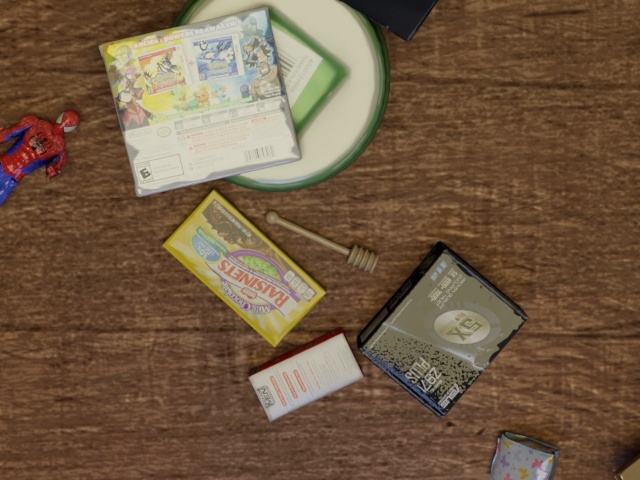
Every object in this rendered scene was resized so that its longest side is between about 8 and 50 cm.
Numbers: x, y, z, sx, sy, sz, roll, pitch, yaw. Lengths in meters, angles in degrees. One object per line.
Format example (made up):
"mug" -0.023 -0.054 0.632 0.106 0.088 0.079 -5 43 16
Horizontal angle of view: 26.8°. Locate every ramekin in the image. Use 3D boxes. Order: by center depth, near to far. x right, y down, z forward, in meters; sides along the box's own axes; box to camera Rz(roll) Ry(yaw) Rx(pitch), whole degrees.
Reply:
"ramekin" -0.057 -0.204 1.697 0.303 0.148 0.303 0 99 -1

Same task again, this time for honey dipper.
"honey dipper" 0.000 0.000 1.791 0.160 0.030 0.030 23 97 -1

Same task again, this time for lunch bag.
"lunch bag" 0.277 0.305 1.829 0.083 0.053 0.071 16 99 22

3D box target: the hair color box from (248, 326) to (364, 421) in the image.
"hair color box" -0.019 0.180 1.808 0.141 0.043 0.072 -25 98 1

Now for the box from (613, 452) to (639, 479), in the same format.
"box" 0.513 0.327 1.814 0.201 0.021 0.164 -32 93 -16

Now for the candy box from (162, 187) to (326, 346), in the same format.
"candy box" -0.101 0.037 1.793 0.206 0.027 0.105 42 99 -6

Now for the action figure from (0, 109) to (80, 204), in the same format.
"action figure" -0.421 -0.072 1.719 0.280 0.139 0.091 -39 99 2

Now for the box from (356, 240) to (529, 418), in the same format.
"box" 0.160 0.117 1.786 0.147 0.077 0.180 40 95 -7

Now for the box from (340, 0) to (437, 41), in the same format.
"box" 0.062 -0.452 1.588 0.294 0.183 0.296 29 64 -7

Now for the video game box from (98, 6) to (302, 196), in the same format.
"video game box" -0.141 -0.165 1.601 0.205 0.048 0.187 -12 101 0
